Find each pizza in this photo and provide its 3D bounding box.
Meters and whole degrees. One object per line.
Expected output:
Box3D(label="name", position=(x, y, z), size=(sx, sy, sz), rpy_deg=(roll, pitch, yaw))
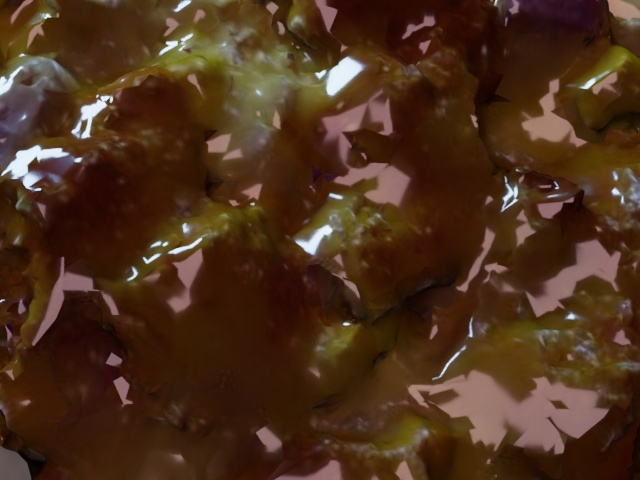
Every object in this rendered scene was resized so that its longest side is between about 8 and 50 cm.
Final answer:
Box3D(label="pizza", position=(0.000, 0.000, 0.488), size=(0.408, 0.114, 0.278), rpy_deg=(10, 65, -10))
